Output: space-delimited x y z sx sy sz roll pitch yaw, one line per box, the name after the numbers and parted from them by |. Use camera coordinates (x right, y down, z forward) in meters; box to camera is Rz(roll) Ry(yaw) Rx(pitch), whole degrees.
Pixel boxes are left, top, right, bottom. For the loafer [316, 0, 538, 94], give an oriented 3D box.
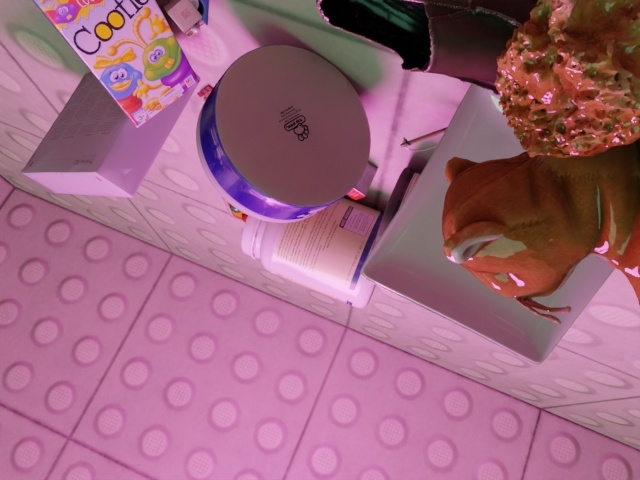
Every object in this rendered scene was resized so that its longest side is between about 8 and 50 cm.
0.151 -0.232 0.607 0.366 0.130 0.134 24 161 0 | loafer

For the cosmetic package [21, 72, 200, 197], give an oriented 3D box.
-0.452 -0.236 1.097 0.377 0.284 0.097 7 154 43 | cosmetic package

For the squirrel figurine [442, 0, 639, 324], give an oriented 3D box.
0.290 -0.092 0.510 0.371 0.281 0.396 -9 129 25 | squirrel figurine

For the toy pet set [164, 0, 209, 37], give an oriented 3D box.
-0.216 -0.379 0.807 0.122 0.065 0.114 47 -174 -42 | toy pet set

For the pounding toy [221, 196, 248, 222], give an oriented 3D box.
-0.153 -0.075 1.457 0.206 0.094 0.181 22 161 10 | pounding toy

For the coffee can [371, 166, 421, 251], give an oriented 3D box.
0.257 0.000 0.990 0.276 0.201 0.201 21 161 11 | coffee can

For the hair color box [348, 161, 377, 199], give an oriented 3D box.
0.040 -0.150 1.054 0.141 0.071 0.043 33 161 -20 | hair color box

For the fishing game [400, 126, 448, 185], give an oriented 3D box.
0.243 -0.061 0.835 0.189 0.041 0.263 -13 109 17 | fishing game

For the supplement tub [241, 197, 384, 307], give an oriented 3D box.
0.000 0.000 1.251 0.325 0.235 0.235 22 161 8 | supplement tub

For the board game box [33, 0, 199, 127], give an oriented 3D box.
-0.330 -0.339 0.817 0.144 0.142 0.275 47 171 23 | board game box

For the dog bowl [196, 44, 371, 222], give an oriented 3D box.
-0.056 -0.166 0.828 0.265 0.264 0.104 31 158 -18 | dog bowl

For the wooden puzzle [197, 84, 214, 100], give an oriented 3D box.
-0.222 -0.298 1.078 0.049 0.006 0.083 35 159 -28 | wooden puzzle

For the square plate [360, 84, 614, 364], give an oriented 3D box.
0.290 -0.018 0.798 0.344 0.347 0.049 27 -164 -7 | square plate
